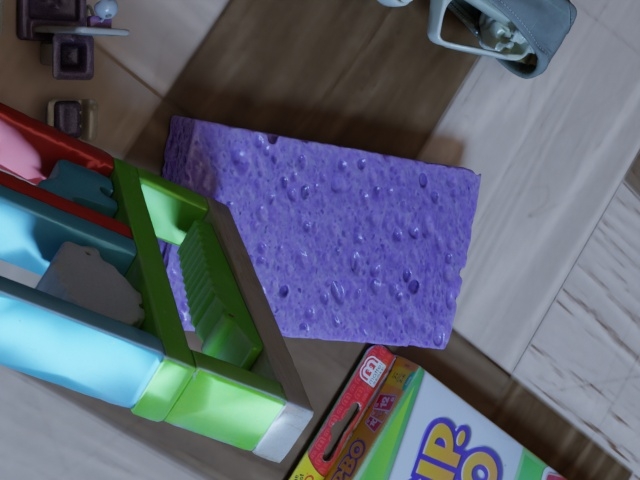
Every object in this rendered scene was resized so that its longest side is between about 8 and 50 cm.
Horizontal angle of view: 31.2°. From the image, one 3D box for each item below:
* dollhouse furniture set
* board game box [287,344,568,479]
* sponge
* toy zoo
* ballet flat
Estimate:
[{"bbox_3d":[-0.150,-0.090,0.536,0.114,0.081,0.091,-3,101,-33],"label":"dollhouse furniture set"},{"bbox_3d":[0.093,0.183,0.781,0.259,0.039,0.124,38,78,-30],"label":"board game box"},{"bbox_3d":[0.000,0.000,0.683,0.210,0.031,0.117,8,95,-34],"label":"sponge"},{"bbox_3d":[-0.151,-0.018,0.471,0.293,0.192,0.030,25,108,-26],"label":"toy zoo"},{"bbox_3d":[0.069,-0.156,0.674,0.213,0.072,0.068,24,92,-34],"label":"ballet flat"}]
